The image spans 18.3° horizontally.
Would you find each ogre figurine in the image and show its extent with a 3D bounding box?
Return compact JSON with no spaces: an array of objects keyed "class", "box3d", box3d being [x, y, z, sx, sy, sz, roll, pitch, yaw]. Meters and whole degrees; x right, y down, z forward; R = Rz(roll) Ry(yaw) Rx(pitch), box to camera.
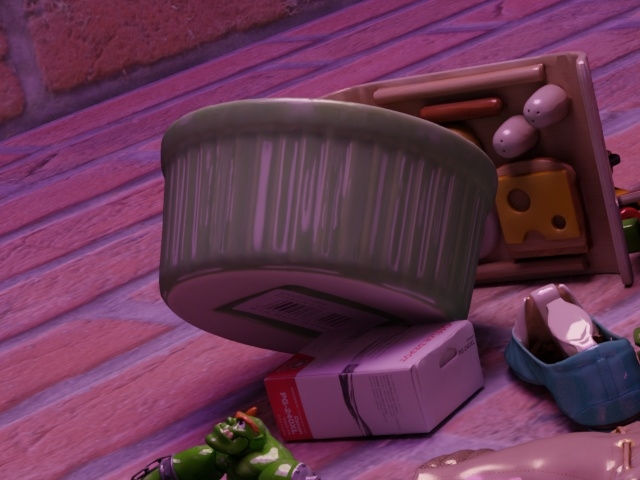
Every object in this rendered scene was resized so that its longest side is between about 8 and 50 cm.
[{"class":"ogre figurine","box3d":[-0.069,0.189,1.476,0.118,0.097,0.197,-36,2,-9]}]

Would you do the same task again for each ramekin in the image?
[{"class":"ramekin","box3d":[0.000,0.000,1.749,0.303,0.148,0.303,6,-18,2]}]

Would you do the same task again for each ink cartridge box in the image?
[{"class":"ink cartridge box","box3d":[0.047,0.118,1.671,0.150,0.063,0.109,-6,16,34]}]

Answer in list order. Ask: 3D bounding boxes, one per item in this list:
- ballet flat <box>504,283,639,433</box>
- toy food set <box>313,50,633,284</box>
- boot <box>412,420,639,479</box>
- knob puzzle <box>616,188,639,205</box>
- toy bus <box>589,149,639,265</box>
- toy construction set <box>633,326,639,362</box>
[{"class":"ballet flat","box3d":[0.201,0.081,1.601,0.083,0.087,0.247,-17,14,-6]},{"class":"toy food set","box3d":[0.140,-0.049,1.897,0.306,0.220,0.092,-6,16,33]},{"class":"boot","box3d":[0.152,0.180,1.246,0.203,0.095,0.262,-11,13,16]},{"class":"knob puzzle","box3d":[0.358,-0.068,1.869,0.213,0.030,0.213,-15,0,0]},{"class":"toy bus","box3d":[0.246,-0.048,2.018,0.191,0.104,0.202,-7,17,31]},{"class":"toy construction set","box3d":[0.346,-0.003,1.531,0.237,0.257,0.309,-24,1,19]}]
